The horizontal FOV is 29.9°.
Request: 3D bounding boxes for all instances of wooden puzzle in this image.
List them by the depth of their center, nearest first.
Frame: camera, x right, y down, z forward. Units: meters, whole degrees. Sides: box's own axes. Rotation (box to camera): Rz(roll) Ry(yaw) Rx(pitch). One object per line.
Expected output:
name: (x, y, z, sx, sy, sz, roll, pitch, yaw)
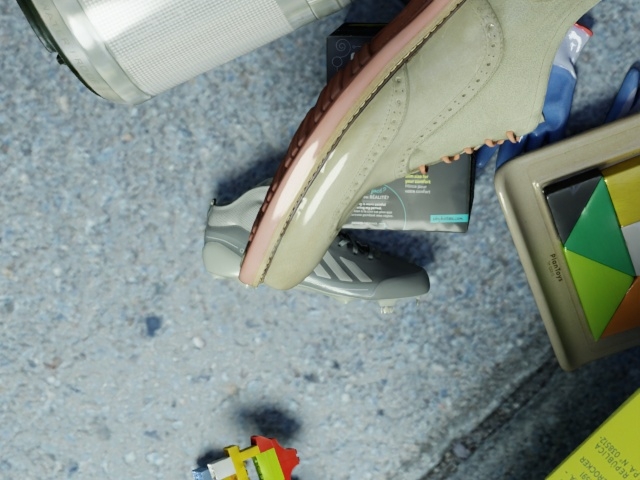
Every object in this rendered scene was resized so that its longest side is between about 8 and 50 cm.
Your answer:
wooden puzzle: (0.295, -0.007, 1.057, 0.238, 0.044, 0.221, -22, 113, 5)

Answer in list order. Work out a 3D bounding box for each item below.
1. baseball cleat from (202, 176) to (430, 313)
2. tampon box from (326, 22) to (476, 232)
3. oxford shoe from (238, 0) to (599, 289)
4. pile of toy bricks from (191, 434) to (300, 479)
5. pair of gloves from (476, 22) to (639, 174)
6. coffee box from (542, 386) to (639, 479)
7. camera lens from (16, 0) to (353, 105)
baseball cleat: (0.000, 0.000, 1.056, 0.206, 0.072, 0.109, 6, 103, -5)
tampon box: (0.070, -0.098, 1.003, 0.120, 0.101, 0.161, 3, 107, 8)
oxford shoe: (0.084, -0.096, 0.877, 0.146, 0.140, 0.397, 35, 111, -9)
pile of toy bricks: (-0.037, 0.284, 1.138, 0.105, 0.118, 0.212, -19, 90, -24)
pair of gloves: (0.235, -0.103, 1.052, 0.198, 0.023, 0.159, 23, 105, -7)
coffee box: (0.269, 0.336, 0.926, 0.334, 0.337, 0.338, -43, 72, -3)
camera lens: (-0.094, -0.245, 0.903, 0.274, 0.219, 0.219, -24, 106, 7)
